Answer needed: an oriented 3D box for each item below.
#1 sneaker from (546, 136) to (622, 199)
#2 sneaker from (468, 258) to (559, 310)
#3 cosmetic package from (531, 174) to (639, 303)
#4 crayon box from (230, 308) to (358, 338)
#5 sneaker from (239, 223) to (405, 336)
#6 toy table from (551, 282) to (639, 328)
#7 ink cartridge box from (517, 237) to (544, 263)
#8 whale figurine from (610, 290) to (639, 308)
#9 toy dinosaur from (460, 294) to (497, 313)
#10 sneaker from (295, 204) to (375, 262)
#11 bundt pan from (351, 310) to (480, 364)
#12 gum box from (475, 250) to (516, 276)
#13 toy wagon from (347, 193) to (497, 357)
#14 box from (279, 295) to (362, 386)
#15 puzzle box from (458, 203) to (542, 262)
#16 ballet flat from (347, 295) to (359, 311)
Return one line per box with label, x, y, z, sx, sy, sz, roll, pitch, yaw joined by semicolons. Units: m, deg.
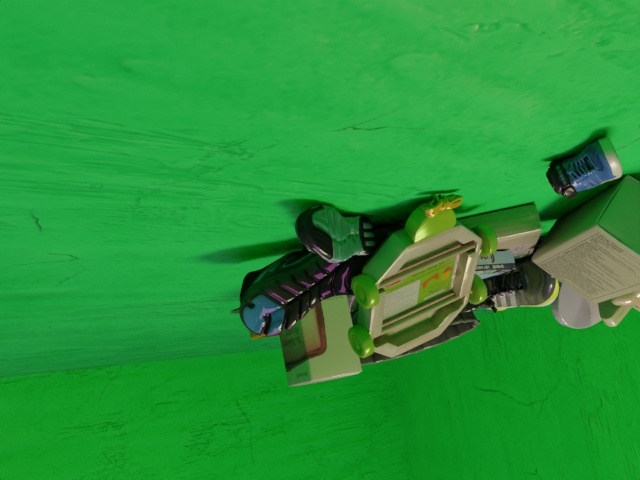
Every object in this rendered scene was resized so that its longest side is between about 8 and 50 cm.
sneaker;0.355;-0.095;1.042;0.084;0.058;0.152;-21;173;9
sneaker;0.409;0.104;1.687;0.121;0.111;0.300;-1;165;-25
cosmetic package;0.522;0.009;1.382;0.113;0.160;0.309;-54;177;-14
crayon box;-0.054;0.203;2.074;0.323;0.083;0.203;0;165;-38
sneaker;0.012;0.042;1.338;0.341;0.125;0.140;-20;-153;-1
toy table;0.671;0.093;1.727;0.252;0.274;0.161;39;166;-21
ink cartridge box;0.513;0.038;1.856;0.224;0.045;0.223;-2;166;-34
whale figurine;0.696;0.023;1.558;0.216;0.141;0.272;7;132;-27
toy dinosaur;0.288;0.124;1.567;0.268;0.064;0.118;0;171;-34
sneaker;0.000;0.000;1.148;0.098;0.083;0.223;-10;170;26
bundt pan;0.212;0.197;1.867;0.331;0.124;0.331;-16;164;-5
gum box;0.261;0.062;1.506;0.157;0.041;0.184;-1;166;-37
toy wagon;0.171;0.050;1.266;0.267;0.068;0.344;-21;136;-24
box;-0.013;0.198;1.707;0.127;0.232;0.148;-6;167;-24
puzzle box;0.294;0.017;1.549;0.272;0.052;0.409;-12;168;9
ballet flat;0.055;0.144;1.887;0.077;0.079;0.221;0;165;-39
